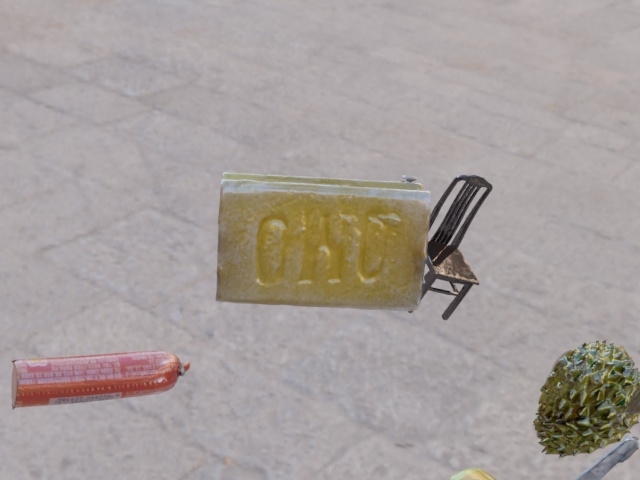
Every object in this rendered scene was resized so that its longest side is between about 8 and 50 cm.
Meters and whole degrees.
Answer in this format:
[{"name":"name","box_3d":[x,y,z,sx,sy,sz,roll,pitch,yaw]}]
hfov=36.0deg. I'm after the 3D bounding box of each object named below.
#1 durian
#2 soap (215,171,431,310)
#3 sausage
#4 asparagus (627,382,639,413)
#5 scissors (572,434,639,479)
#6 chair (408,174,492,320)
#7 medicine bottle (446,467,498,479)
[{"name":"durian","box_3d":[0.352,0.203,1.305,0.186,0.108,0.119,-42,32,-3]},{"name":"soap","box_3d":[0.000,0.000,1.302,0.274,0.174,0.089,2,13,-5]},{"name":"sausage","box_3d":[-0.331,0.209,1.509,0.274,0.074,0.074,-2,27,-23]},{"name":"asparagus","box_3d":[0.280,0.022,0.665,0.034,0.236,0.027,30,-3,39]},{"name":"scissors","box_3d":[0.235,0.346,1.138,0.191,0.360,0.029,38,19,-14]},{"name":"chair","box_3d":[0.201,0.010,1.493,0.084,0.212,0.101,12,38,-30]},{"name":"medicine bottle","box_3d":[0.212,0.342,1.004,0.124,0.124,0.239,-13,31,-41]}]
